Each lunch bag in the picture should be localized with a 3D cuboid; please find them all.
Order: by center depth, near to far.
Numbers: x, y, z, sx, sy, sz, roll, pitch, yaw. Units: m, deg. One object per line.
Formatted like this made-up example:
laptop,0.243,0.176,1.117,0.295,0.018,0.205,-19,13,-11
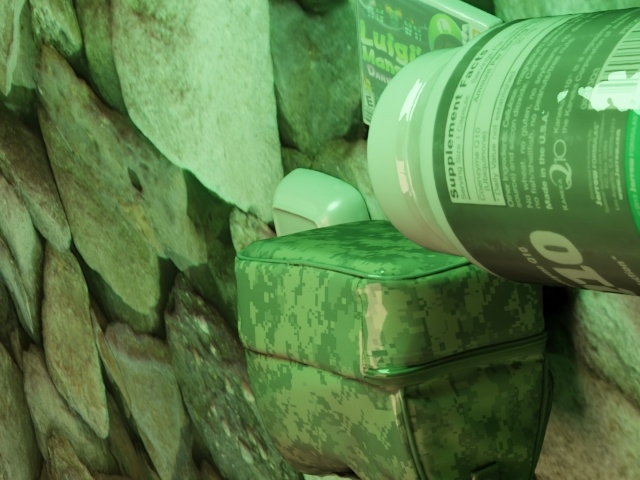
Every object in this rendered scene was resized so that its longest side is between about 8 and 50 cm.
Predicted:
lunch bag,0.066,0.122,1.501,0.305,0.213,0.256,8,105,56

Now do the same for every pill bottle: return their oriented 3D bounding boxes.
pill bottle,0.202,-0.065,1.159,0.361,0.204,0.204,6,118,59

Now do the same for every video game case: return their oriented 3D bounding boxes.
video game case,0.098,-0.151,1.457,0.190,0.022,0.173,34,140,44

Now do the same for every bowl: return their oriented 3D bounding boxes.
bowl,0.000,0.000,1.721,0.142,0.053,0.142,21,129,52
